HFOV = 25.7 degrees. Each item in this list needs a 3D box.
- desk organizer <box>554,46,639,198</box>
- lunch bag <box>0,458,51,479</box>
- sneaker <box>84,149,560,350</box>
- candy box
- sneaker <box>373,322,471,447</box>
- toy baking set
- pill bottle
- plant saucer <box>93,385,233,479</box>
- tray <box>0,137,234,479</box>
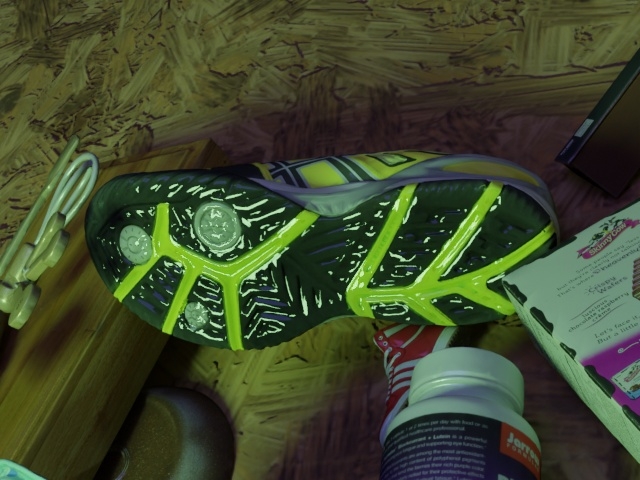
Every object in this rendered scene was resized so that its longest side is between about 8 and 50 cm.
[{"bbox_3d":[0.251,-0.100,1.122,0.130,0.050,0.047,-53,7,3],"label":"desk organizer"},{"bbox_3d":[-0.098,0.267,0.872,0.262,0.223,0.160,15,68,43],"label":"lunch bag"},{"bbox_3d":[0.000,0.000,1.119,0.384,0.145,0.147,3,18,15],"label":"sneaker"},{"bbox_3d":[0.239,0.057,0.916,0.159,0.071,0.233,-30,27,-2],"label":"candy box"},{"bbox_3d":[0.060,0.107,1.060,0.067,0.042,0.118,10,50,36],"label":"sneaker"},{"bbox_3d":[-0.238,0.030,1.143,0.197,0.030,0.256,-48,23,29],"label":"toy baking set"},{"bbox_3d":[0.091,0.171,0.925,0.108,0.108,0.194,-13,45,25],"label":"pill bottle"},{"bbox_3d":[-0.165,0.192,1.140,0.198,0.036,0.199,-19,42,18],"label":"plant saucer"},{"bbox_3d":[-0.232,0.089,1.218,0.202,0.076,0.411,-9,43,39],"label":"tray"}]
